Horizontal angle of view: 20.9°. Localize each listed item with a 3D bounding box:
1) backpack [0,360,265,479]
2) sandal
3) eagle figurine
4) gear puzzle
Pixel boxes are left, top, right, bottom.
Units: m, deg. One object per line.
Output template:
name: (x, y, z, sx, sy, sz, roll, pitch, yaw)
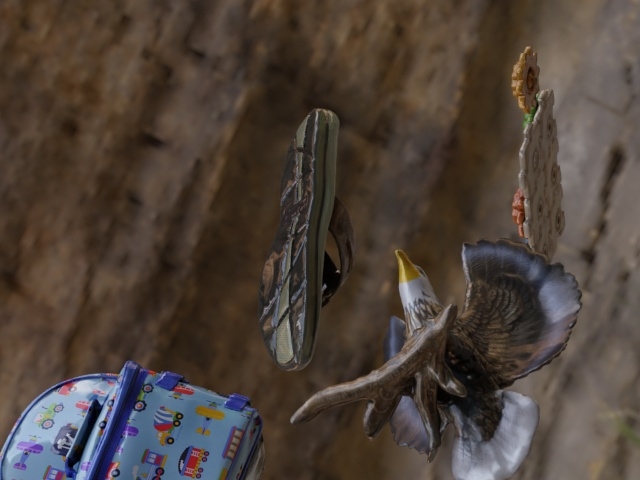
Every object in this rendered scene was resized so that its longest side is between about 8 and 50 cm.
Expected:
backpack: (-0.138, 0.157, 1.161, 0.117, 0.173, 0.158, 93, -161, -59)
sandal: (0.001, -0.002, 1.933, 0.120, 0.086, 0.303, -22, 55, 60)
eagle figurine: (0.129, 0.107, 1.705, 0.298, 0.226, 0.225, 1, -84, -71)
gear puzzle: (0.279, -0.104, 2.336, 0.175, 0.044, 0.339, -61, -31, -46)
